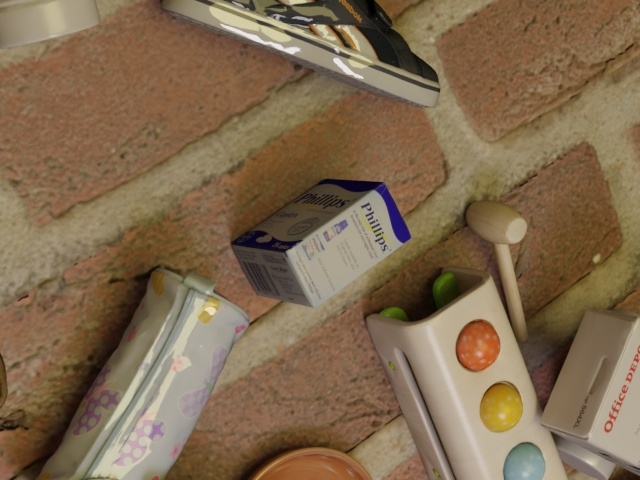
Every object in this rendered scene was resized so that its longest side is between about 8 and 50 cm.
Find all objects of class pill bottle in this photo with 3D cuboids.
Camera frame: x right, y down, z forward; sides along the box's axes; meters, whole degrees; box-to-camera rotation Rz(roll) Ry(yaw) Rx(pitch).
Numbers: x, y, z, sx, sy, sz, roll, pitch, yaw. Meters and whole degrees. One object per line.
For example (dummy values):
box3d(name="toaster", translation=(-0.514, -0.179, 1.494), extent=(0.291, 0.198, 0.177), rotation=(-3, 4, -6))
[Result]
box3d(name="pill bottle", translation=(0.350, 0.186, 1.799), extent=(0.112, 0.112, 0.187), rotation=(37, 77, -28))
box3d(name="pill bottle", translation=(-0.278, -0.297, 1.362), extent=(0.131, 0.131, 0.229), rotation=(-20, 106, -27))

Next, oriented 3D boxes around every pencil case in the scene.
box3d(name="pencil case", translation=(-0.178, 0.161, 1.480), extent=(0.273, 0.113, 0.124), rotation=(-61, 158, -12))

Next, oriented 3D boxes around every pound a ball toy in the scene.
box3d(name="pound a ball toy", translation=(0.197, 0.139, 1.690), extent=(0.208, 0.135, 0.319), rotation=(-30, 110, -24))

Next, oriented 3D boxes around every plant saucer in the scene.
box3d(name="plant saucer", translation=(-0.022, 0.320, 1.638), extent=(0.200, 0.037, 0.200), rotation=(-3, 96, -30))

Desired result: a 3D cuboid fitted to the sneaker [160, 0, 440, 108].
box3d(name="sneaker", translation=(0.003, -0.236, 1.538), extent=(0.321, 0.126, 0.127), rotation=(19, 91, -29))

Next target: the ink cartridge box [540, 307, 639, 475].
box3d(name="ink cartridge box", translation=(0.362, 0.181, 1.687), extent=(0.203, 0.086, 0.148), rotation=(29, 81, -32))

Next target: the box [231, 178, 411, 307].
box3d(name="box", translation=(0.000, 0.000, 1.563), extent=(0.137, 0.126, 0.072), rotation=(-35, 110, -23))

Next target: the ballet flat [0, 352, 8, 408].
box3d(name="ballet flat", translation=(-0.399, 0.048, 1.333), extent=(0.116, 0.124, 0.342), rotation=(-48, 116, -18))
